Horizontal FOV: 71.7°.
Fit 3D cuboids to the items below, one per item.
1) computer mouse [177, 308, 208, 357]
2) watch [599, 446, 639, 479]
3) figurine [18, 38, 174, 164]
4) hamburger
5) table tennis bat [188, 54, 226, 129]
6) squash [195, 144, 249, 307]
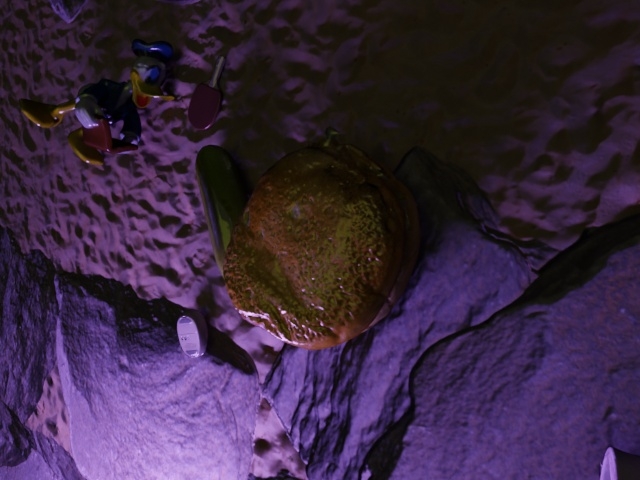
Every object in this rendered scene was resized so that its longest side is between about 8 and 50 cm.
[{"bbox_3d":[-0.254,0.185,0.893,0.066,0.039,0.096,-11,90,30],"label":"computer mouse"},{"bbox_3d":[0.324,0.336,0.436,0.210,0.248,0.218,4,87,31],"label":"watch"},{"bbox_3d":[-0.448,-0.306,0.944,0.338,0.204,0.284,-41,43,9],"label":"figurine"},{"bbox_3d":[0.000,0.000,0.679,0.289,0.170,0.314,33,103,24],"label":"hamburger"},{"bbox_3d":[-0.229,-0.304,0.914,0.087,0.013,0.157,31,105,29],"label":"table tennis bat"},{"bbox_3d":[-0.167,-0.032,0.825,0.094,0.094,0.341,-22,75,27],"label":"squash"}]
